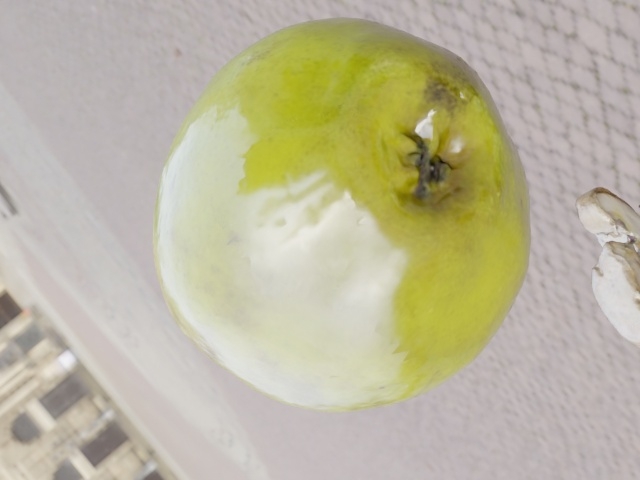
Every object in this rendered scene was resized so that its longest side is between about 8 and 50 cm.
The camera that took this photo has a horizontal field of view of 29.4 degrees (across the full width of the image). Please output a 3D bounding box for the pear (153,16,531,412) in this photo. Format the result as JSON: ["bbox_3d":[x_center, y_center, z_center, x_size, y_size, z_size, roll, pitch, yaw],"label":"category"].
[{"bbox_3d":[0.000,0.000,0.944,0.287,0.287,0.375,50,139,0],"label":"pear"}]

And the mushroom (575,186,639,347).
[{"bbox_3d":[0.098,0.024,0.342,0.049,0.019,0.101,24,-146,-37],"label":"mushroom"}]
